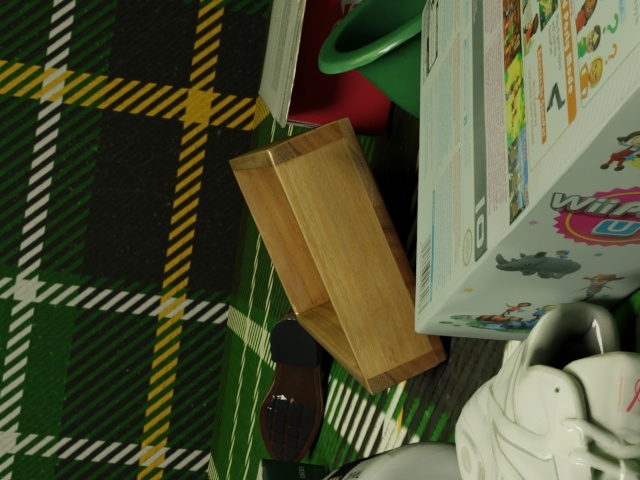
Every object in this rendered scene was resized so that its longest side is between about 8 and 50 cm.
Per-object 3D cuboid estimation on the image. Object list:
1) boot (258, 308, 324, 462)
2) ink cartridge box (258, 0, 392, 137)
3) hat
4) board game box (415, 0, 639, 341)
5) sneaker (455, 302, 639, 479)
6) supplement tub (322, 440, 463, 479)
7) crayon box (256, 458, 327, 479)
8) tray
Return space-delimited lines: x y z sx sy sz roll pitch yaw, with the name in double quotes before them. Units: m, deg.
"boot" -0.021 0.170 1.336 0.106 0.082 0.219 -54 -25 -60
"ink cartridge box" 0.027 -0.277 1.150 0.272 0.130 0.309 -115 33 -72
"hat" 0.113 -0.115 0.831 0.208 0.183 0.173 -41 20 -1
"board game box" 0.129 -0.102 0.500 0.303 0.098 0.224 115 160 -65
"sneaker" 0.113 0.107 0.458 0.232 0.090 0.115 -99 22 -57
"supplement tub" 0.049 0.192 0.678 0.190 0.117 0.117 128 148 -71
"crayon box" -0.050 0.435 1.187 0.203 0.083 0.322 -104 24 -67
"tray" 0.000 0.000 1.008 0.411 0.076 0.202 -157 43 -81
